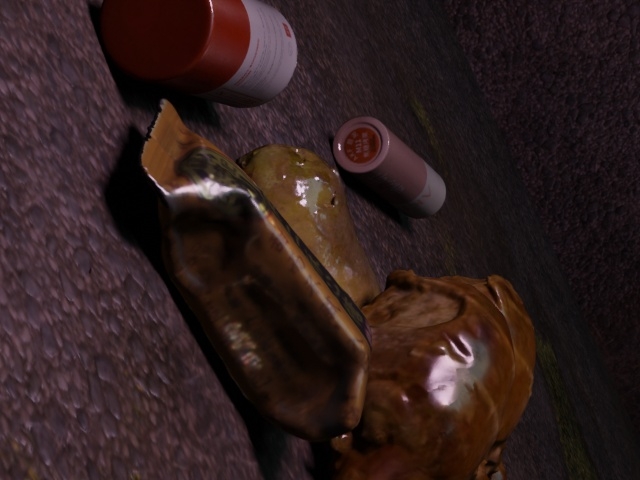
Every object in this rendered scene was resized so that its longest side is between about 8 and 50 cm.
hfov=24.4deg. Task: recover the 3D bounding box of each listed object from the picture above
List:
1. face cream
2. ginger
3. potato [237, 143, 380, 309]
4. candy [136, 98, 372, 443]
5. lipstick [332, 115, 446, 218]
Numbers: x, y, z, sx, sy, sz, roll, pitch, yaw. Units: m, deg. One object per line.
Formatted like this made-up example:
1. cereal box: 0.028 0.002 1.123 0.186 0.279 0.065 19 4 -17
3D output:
1. face cream: -0.094 -0.164 1.200 0.095 0.096 0.214 69 15 6
2. ginger: 0.094 0.165 1.310 0.357 0.152 0.274 -5 102 -71
3. potato: 0.000 0.000 1.340 0.164 0.081 0.200 -82 150 -65
4. candy: -0.052 0.024 1.080 0.271 0.101 0.143 58 10 -16
5. lipstick: 0.088 -0.085 1.800 0.254 0.070 0.070 30 40 -67
